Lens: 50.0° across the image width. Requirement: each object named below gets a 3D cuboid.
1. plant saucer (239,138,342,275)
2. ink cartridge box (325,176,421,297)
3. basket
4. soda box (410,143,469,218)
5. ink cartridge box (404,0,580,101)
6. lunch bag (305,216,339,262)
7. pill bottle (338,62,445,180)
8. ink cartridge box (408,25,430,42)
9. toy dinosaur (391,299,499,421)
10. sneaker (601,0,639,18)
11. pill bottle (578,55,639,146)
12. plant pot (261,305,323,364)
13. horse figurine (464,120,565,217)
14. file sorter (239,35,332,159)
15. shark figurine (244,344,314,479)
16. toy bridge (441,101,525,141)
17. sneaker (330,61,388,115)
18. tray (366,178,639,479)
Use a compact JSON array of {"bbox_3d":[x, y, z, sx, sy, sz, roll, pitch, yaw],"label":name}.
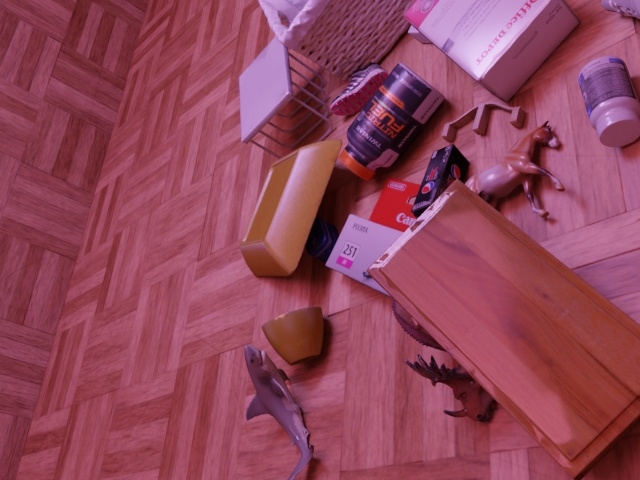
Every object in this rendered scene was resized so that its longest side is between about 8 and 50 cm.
[{"bbox_3d":[-0.092,-0.082,1.645,0.333,0.081,0.332,-8,61,69],"label":"plant saucer"},{"bbox_3d":[0.151,-0.012,1.389,0.275,0.060,0.239,23,88,55],"label":"ink cartridge box"},{"bbox_3d":[0.053,-0.619,1.736,0.331,0.266,0.328,-47,38,20],"label":"basket"},{"bbox_3d":[0.230,-0.103,1.310,0.053,0.060,0.169,-18,37,46],"label":"soda box"},{"bbox_3d":[0.328,-0.437,1.353,0.207,0.117,0.283,-49,48,19],"label":"ink cartridge box"},{"bbox_3d":[0.000,0.000,1.566,0.067,0.065,0.098,-46,37,23],"label":"lunch bag"},{"bbox_3d":[0.145,-0.249,1.491,0.245,0.130,0.130,-52,36,16],"label":"pill bottle"},{"bbox_3d":[0.271,-0.500,1.564,0.122,0.052,0.088,24,87,54],"label":"ink cartridge box"},{"bbox_3d":[0.192,0.139,1.136,0.200,0.127,0.296,-49,49,-2],"label":"toy dinosaur"},{"bbox_3d":[0.533,-0.401,1.142,0.121,0.099,0.262,-35,35,44],"label":"sneaker"},{"bbox_3d":[0.467,-0.222,1.105,0.078,0.078,0.137,-30,46,38],"label":"pill bottle"},{"bbox_3d":[-0.047,0.208,1.453,0.134,0.134,0.095,-31,70,37],"label":"plant pot"},{"bbox_3d":[0.319,-0.082,1.213,0.263,0.066,0.174,-41,42,27],"label":"horse figurine"},{"bbox_3d":[-0.092,-0.377,1.841,0.193,0.173,0.277,-39,41,31],"label":"file sorter"},{"bbox_3d":[-0.095,0.360,1.407,0.116,0.166,0.278,-30,68,1],"label":"shark figurine"},{"bbox_3d":[0.318,-0.239,1.353,0.188,0.026,0.063,-3,63,51],"label":"toy bridge"},{"bbox_3d":[0.092,-0.378,1.705,0.170,0.063,0.074,-37,42,25],"label":"sneaker"},{"bbox_3d":[0.273,0.110,0.978,0.203,0.076,0.411,-45,57,2],"label":"tray"}]
